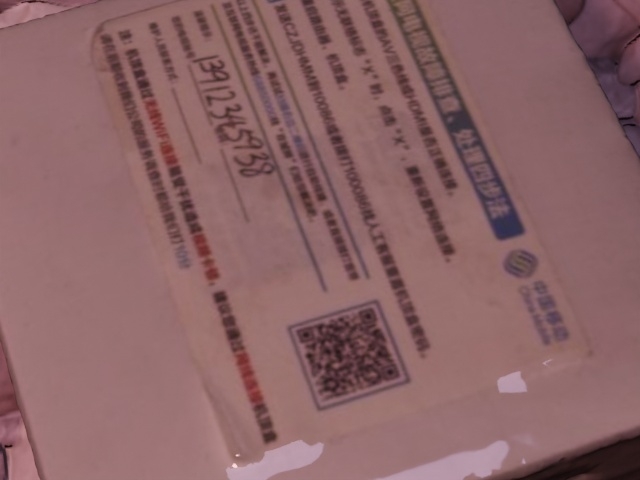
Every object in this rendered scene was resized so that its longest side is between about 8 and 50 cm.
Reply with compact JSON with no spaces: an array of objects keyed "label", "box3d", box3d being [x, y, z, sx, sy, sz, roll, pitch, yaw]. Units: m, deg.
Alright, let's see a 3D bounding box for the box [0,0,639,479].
[{"label":"box","box3d":[0.000,0.001,1.039,0.396,0.111,0.396,-17,61,-9]}]
